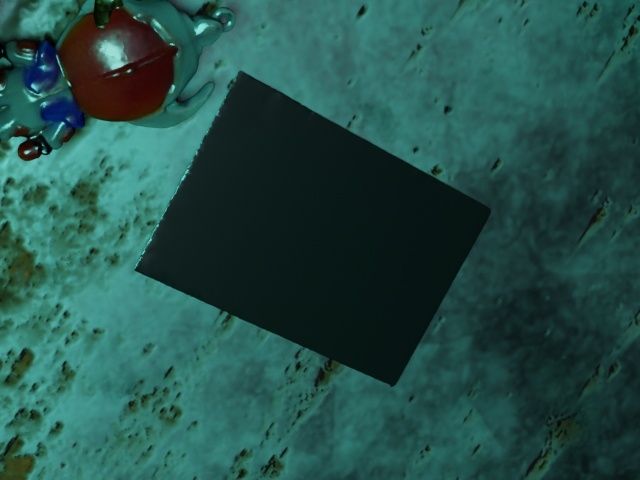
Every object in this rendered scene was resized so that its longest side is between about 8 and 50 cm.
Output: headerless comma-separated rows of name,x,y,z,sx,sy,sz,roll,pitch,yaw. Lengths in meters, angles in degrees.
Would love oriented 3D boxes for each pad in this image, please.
pad,0.000,0.000,0.930,0.245,0.006,0.170,26,94,-26

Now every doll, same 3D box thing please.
doll,-0.147,-0.114,0.812,0.195,0.062,0.104,-23,95,-5

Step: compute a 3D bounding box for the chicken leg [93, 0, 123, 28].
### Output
chicken leg,-0.139,-0.316,0.682,0.140,0.211,0.361,-16,117,12
